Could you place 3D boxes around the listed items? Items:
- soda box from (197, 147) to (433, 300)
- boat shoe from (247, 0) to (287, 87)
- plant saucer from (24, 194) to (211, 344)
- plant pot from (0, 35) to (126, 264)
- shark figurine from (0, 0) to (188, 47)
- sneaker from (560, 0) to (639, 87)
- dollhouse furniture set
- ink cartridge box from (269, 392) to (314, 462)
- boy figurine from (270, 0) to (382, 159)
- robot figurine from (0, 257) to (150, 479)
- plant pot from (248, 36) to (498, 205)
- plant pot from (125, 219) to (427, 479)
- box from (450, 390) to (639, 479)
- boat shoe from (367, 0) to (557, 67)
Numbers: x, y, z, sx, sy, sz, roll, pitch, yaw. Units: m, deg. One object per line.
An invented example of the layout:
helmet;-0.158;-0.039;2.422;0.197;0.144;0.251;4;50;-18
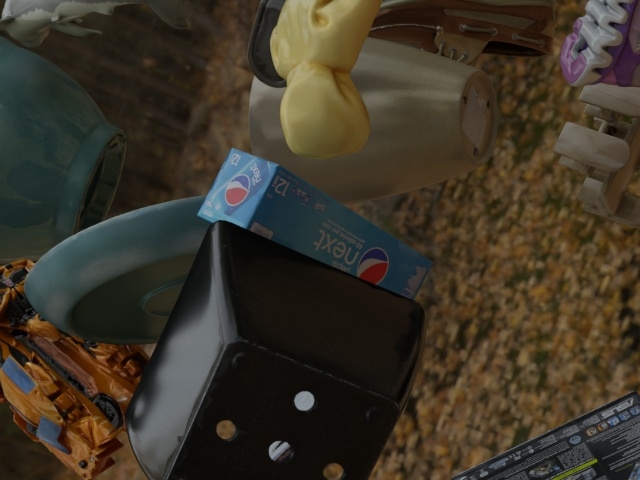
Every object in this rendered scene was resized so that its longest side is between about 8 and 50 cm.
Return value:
soda box;0.000;0.000;1.018;0.071;0.210;0.067;23;83;49
boat shoe;0.005;-0.329;1.411;0.104;0.111;0.307;-28;-27;-55
plant saucer;-0.132;0.041;1.183;0.317;0.318;0.043;-46;52;54
plant pot;-0.367;-0.090;1.496;0.293;0.196;0.293;20;-90;-88
shark figurine;-0.280;-0.288;1.309;0.278;0.166;0.116;-4;87;34
sneaker;0.356;-0.263;1.276;0.095;0.105;0.236;-99;28;-57
dollhouse furniture set;0.434;-0.143;1.497;0.242;0.161;0.212;-63;-28;-8
ink cartridge box;0.000;0.241;1.802;0.324;0.071;0.330;-46;12;26
boy figurine;0.012;-0.220;1.176;0.177;0.092;0.285;-24;59;52
robot figurine;-0.294;0.124;1.289;0.211;0.291;0.085;-26;-30;-54
plant pot;0.087;-0.161;1.584;0.274;0.256;0.256;4;66;31
plant pot;-0.030;0.119;0.864;0.167;0.188;0.188;-106;41;-75
box;0.316;0.316;1.438;0.270;0.060;0.216;-26;29;1
boat shoe;0.223;-0.329;1.856;0.122;0.324;0.119;161;103;-81
